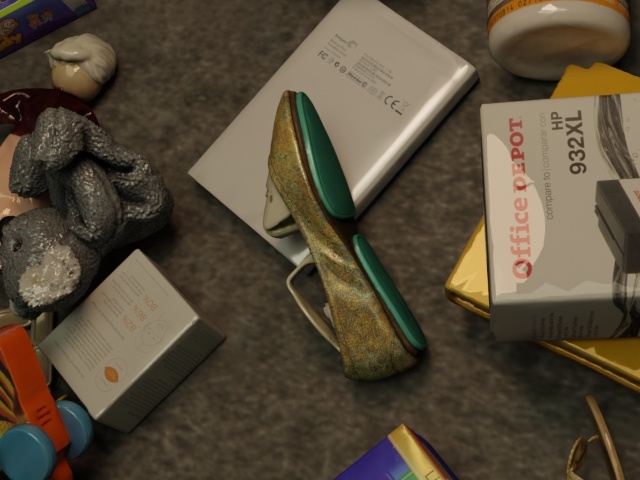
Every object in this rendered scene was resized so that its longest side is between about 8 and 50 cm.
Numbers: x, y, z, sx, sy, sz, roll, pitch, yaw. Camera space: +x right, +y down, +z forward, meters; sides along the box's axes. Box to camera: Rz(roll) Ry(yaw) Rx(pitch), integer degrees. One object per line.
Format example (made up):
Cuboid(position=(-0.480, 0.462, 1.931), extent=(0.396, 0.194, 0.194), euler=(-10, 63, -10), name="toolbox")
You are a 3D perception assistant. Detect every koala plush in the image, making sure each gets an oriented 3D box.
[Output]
Cuboid(position=(-0.301, -0.007, 1.462), extent=(0.203, 0.196, 0.221), euler=(31, 68, -16), name="koala plush")

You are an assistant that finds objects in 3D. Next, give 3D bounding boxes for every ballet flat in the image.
Cuboid(position=(0.000, 0.000, 1.394), extent=(0.123, 0.123, 0.348), euler=(-26, 83, 9), name="ballet flat")

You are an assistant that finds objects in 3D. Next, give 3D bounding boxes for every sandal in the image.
Cuboid(position=(0.280, 0.279, 1.243), extent=(0.079, 0.088, 0.240), euler=(-19, 71, 5), name="sandal")

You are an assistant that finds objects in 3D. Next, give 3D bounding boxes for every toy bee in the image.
Cuboid(position=(-0.343, 0.256, 1.392), extent=(0.162, 0.195, 0.298), euler=(-29, 70, 26), name="toy bee")

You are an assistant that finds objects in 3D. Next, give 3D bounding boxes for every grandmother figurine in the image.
Cuboid(position=(-0.373, -0.124, 1.614), extent=(0.208, 0.104, 0.342), euler=(26, 77, -3), name="grandmother figurine")

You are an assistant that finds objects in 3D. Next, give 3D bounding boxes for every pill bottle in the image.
Cuboid(position=(0.273, -0.340, 1.427), extent=(0.162, 0.162, 0.278), euler=(-4, 70, 18), name="pill bottle")

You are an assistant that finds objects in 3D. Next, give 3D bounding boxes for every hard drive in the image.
Cuboid(position=(0.014, -0.140, 1.511), extent=(0.210, 0.040, 0.318), euler=(40, 87, 26), name="hard drive")

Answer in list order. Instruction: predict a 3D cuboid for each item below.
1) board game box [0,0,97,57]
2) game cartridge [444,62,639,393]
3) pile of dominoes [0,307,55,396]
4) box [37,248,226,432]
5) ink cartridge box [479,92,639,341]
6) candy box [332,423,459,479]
Cuboid(position=(-0.514, -0.361, 1.752), extent=(0.347, 0.078, 0.233), euler=(-26, 65, 9), name="board game box")
Cuboid(position=(0.332, -0.017, 1.323), extent=(0.285, 0.052, 0.323), euler=(26, 73, 18), name="game cartridge")
Cuboid(position=(-0.424, 0.210, 1.545), extent=(0.196, 0.040, 0.251), euler=(-9, 62, 10), name="pile of dominoes")
Cuboid(position=(-0.226, 0.122, 1.472), extent=(0.170, 0.091, 0.130), euler=(-44, 64, -1), name="box")
Cuboid(position=(0.318, -0.026, 1.230), extent=(0.307, 0.129, 0.223), euler=(-3, 68, 8), name="ink cartridge box")
Cuboid(position=(0.055, 0.396, 1.259), extent=(0.317, 0.122, 0.268), euler=(-39, 63, 1), name="candy box")
